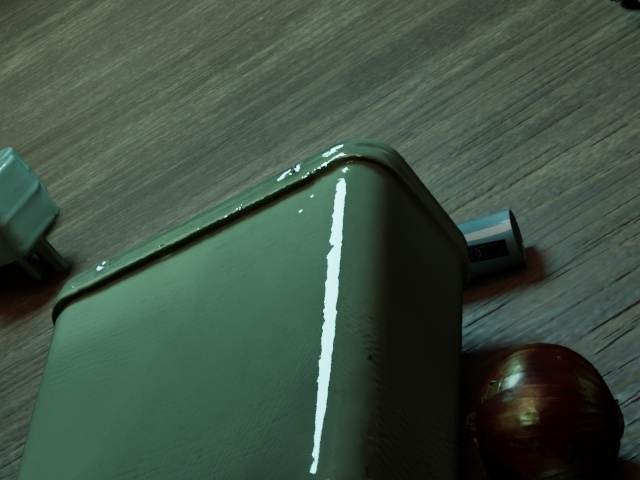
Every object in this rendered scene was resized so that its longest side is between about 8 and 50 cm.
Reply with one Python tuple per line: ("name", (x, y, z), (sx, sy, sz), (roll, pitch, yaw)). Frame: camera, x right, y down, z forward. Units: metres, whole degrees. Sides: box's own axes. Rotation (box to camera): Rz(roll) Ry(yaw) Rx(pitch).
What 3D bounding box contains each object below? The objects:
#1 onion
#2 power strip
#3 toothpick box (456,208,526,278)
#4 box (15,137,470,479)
("onion", (0.158, 0.128, 0.912), (0.118, 0.117, 0.119), (-1, 74, 4))
("power strip", (-0.407, 0.001, 1.535), (0.261, 0.141, 0.229), (-16, 32, 45))
("toothpick box", (0.137, 0.007, 1.153), (0.083, 0.052, 0.052), (-18, 35, 16))
("box", (-0.066, 0.137, 0.987), (0.351, 0.177, 0.344), (-24, 34, 24))
